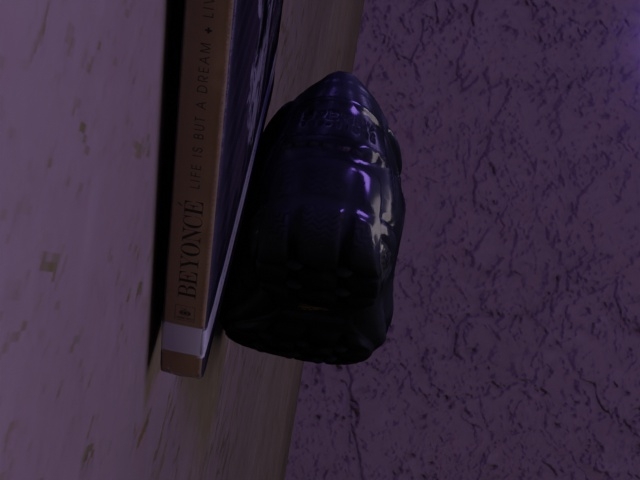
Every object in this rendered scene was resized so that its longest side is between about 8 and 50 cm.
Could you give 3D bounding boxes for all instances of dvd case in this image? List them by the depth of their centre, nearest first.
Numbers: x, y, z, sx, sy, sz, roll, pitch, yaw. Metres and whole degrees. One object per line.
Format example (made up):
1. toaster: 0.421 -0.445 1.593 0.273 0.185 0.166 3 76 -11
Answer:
1. dvd case: -0.023 -0.092 0.501 0.164 0.018 0.221 -80 178 -49

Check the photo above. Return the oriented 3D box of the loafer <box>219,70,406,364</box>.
1. loafer: 0.000 0.000 0.684 0.223 0.076 0.078 105 -5 -72
